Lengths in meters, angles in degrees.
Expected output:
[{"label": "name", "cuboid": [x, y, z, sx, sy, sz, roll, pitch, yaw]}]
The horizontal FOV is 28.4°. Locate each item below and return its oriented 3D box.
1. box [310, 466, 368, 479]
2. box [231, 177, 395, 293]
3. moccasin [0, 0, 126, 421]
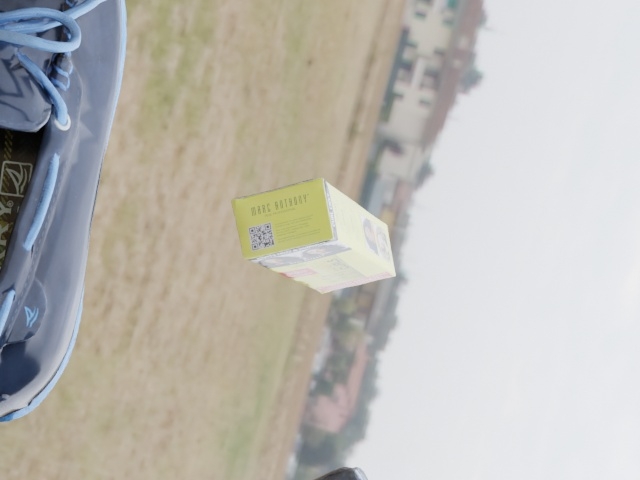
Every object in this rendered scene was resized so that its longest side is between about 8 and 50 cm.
[{"label": "box", "cuboid": [-0.095, 0.340, 0.608, 0.212, 0.395, 0.293, 92, -28, -66]}, {"label": "box", "cuboid": [0.000, 0.000, 1.160, 0.232, 0.087, 0.058, 31, 47, -72]}, {"label": "moccasin", "cuboid": [-0.171, -0.068, 0.676, 0.117, 0.138, 0.342, -11, 99, -80]}]
